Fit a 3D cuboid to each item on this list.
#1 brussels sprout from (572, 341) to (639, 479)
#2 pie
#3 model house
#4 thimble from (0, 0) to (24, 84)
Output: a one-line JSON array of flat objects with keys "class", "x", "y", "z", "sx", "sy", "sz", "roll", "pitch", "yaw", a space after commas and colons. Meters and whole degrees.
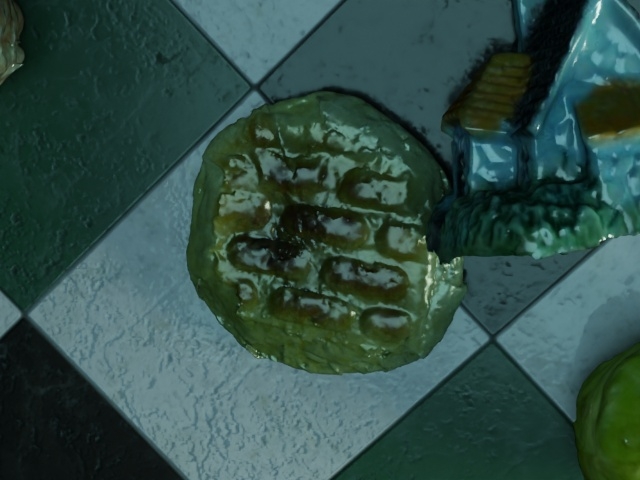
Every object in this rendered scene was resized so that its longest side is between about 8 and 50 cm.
[{"class": "brussels sprout", "x": 0.352, "y": 0.186, "z": 1.152, "sx": 0.223, "sy": 0.161, "sz": 0.223, "roll": 4, "pitch": 105, "yaw": 13}, {"class": "pie", "x": 0.000, "y": 0.000, "z": 1.208, "sx": 0.306, "sy": 0.071, "sz": 0.306, "roll": 2, "pitch": 101, "yaw": 8}, {"class": "model house", "x": 0.195, "y": -0.114, "z": 1.043, "sx": 0.226, "sy": 0.261, "sz": 0.241, "roll": -8, "pitch": 94, "yaw": -5}, {"class": "thimble", "x": -0.418, "y": -0.218, "z": 1.180, "sx": 0.229, "sy": 0.148, "sz": 0.196, "roll": -4, "pitch": 99, "yaw": 6}]
